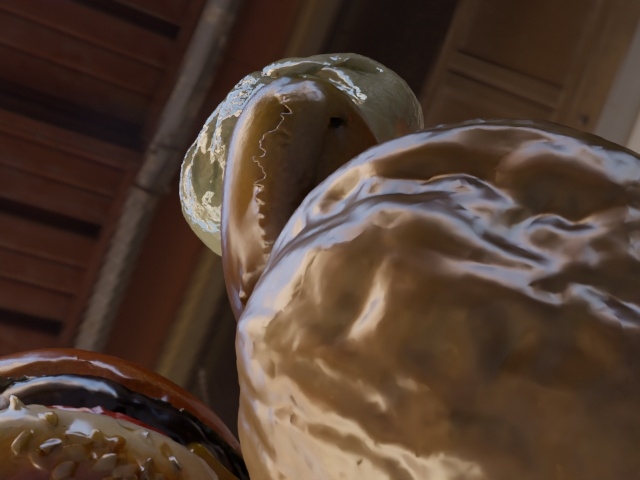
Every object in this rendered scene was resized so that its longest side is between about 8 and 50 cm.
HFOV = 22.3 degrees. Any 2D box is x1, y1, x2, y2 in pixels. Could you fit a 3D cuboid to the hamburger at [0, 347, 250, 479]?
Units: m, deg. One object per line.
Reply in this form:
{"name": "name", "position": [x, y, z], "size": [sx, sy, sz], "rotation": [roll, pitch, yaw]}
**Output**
{"name": "hamburger", "position": [-0.175, 0.247, 1.093], "size": [0.330, 0.250, 0.329], "rotation": [-1, -83, -4]}

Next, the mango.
{"name": "mango", "position": [0.000, 0.000, 1.103], "size": [0.136, 0.166, 0.236], "rotation": [-6, -62, 15]}

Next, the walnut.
{"name": "walnut", "position": [0.112, 0.082, 0.860], "size": [0.306, 0.344, 0.306], "rotation": [11, -90, -68]}

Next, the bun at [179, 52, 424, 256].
{"name": "bun", "position": [-0.027, -0.093, 1.584], "size": [0.259, 0.259, 0.160], "rotation": [-36, -89, -16]}
